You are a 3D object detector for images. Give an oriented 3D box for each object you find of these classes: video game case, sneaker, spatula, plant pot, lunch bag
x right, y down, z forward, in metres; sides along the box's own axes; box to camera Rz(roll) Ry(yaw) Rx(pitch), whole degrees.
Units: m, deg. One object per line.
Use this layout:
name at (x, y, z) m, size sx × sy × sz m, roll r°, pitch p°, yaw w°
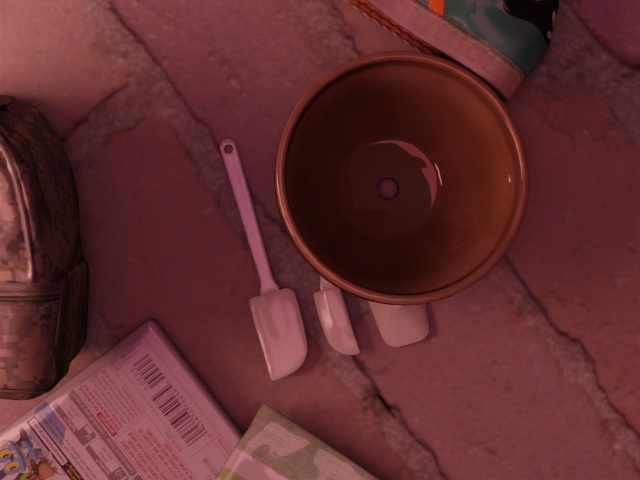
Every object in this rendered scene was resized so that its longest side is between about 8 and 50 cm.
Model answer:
video game case at (-0.183, 0.295, 1.846) m, size 0.300 × 0.036 × 0.329 m, roll -38°, pitch 90°, yaw 3°
sneaker at (0.089, -0.262, 1.788) m, size 0.302 × 0.108 × 0.121 m, roll 35°, pitch 86°, yaw -2°
spatula at (0.000, 0.000, 1.839) m, size 0.168 × 0.019 × 0.242 m, roll -16°, pitch 87°, yaw 5°
plant pot at (0.071, -0.053, 1.775) m, size 0.237 × 0.110 × 0.237 m, roll 1°, pitch 84°, yaw -6°
lunch bag at (-0.324, -0.005, 1.719) m, size 0.213 × 0.305 × 0.256 m, roll 5°, pitch 95°, yaw 1°

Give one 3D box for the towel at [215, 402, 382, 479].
towel at (-0.035, 0.357, 1.785) m, size 0.248 × 0.038 × 0.324 m, roll 33°, pitch 79°, yaw -3°
